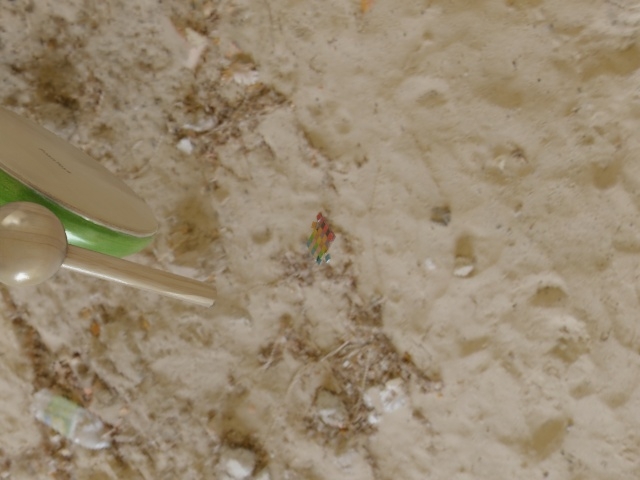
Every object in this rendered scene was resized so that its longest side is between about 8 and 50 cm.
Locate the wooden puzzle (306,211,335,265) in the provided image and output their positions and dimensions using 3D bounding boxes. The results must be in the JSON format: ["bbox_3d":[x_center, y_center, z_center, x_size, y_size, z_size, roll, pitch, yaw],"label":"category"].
[{"bbox_3d":[0.000,0.000,1.134,0.049,0.006,0.083,-62,33,23],"label":"wooden puzzle"}]

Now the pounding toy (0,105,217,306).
[{"bbox_3d":[-0.214,-0.003,0.606,0.110,0.183,0.237,-54,47,7],"label":"pounding toy"}]
